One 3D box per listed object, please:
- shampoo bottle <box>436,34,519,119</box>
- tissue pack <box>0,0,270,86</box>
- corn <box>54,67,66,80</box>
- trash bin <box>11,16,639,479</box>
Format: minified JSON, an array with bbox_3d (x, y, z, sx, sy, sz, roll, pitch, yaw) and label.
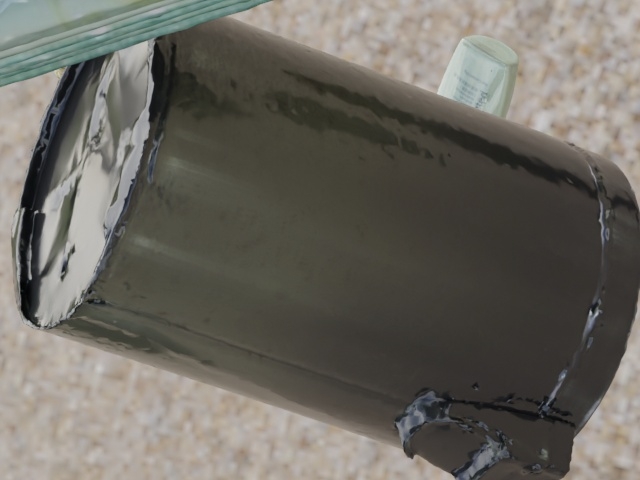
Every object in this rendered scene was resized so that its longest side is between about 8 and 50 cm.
[{"bbox_3d":[0.127,-0.091,1.773,0.072,0.049,0.212,32,120,21],"label":"shampoo bottle"},{"bbox_3d":[-0.150,-0.214,0.831,0.162,0.388,0.287,78,174,-85],"label":"tissue pack"},{"bbox_3d":[-0.206,-0.227,1.669,0.260,0.091,0.091,90,166,-45],"label":"corn"},{"bbox_3d":[0.000,0.000,1.044,0.203,0.302,0.252,-46,33,44],"label":"trash bin"}]
